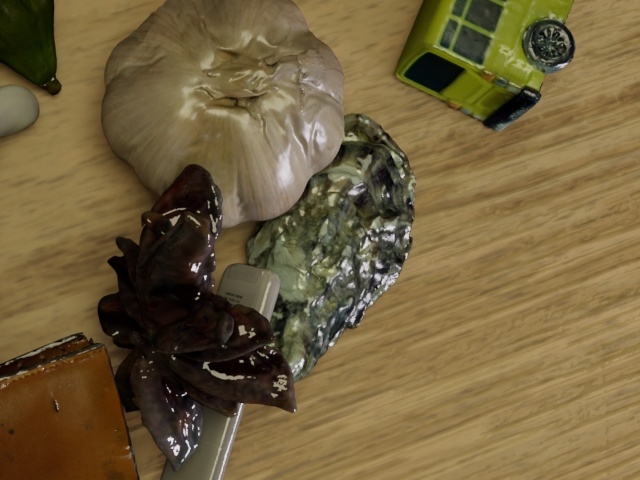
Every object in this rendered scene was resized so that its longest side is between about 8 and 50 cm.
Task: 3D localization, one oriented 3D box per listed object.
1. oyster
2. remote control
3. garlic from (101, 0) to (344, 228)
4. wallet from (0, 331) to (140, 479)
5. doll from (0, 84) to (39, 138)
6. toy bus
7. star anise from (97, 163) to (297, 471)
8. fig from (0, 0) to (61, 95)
[{"bbox_3d":[-0.001,0.001,1.734,0.252,0.087,0.199,-29,87,-30],"label":"oyster"},{"bbox_3d":[-0.092,0.148,1.659,0.029,0.067,0.261,21,83,-44],"label":"remote control"},{"bbox_3d":[-0.083,-0.125,1.679,0.228,0.152,0.228,-1,78,4],"label":"garlic"},{"bbox_3d":[-0.238,0.184,1.604,0.161,0.042,0.195,-21,120,-14],"label":"wallet"},{"bbox_3d":[-0.402,-0.088,1.578,0.242,0.159,0.311,49,29,-20],"label":"doll"},{"bbox_3d":[0.180,-0.254,1.795,0.150,0.128,0.262,24,74,-8],"label":"toy bus"},{"bbox_3d":[-0.116,0.070,1.586,0.129,0.283,0.212,-11,53,-34],"label":"star anise"},{"bbox_3d":[-0.281,-0.208,1.689,0.117,0.117,0.177,-40,98,-18],"label":"fig"}]
